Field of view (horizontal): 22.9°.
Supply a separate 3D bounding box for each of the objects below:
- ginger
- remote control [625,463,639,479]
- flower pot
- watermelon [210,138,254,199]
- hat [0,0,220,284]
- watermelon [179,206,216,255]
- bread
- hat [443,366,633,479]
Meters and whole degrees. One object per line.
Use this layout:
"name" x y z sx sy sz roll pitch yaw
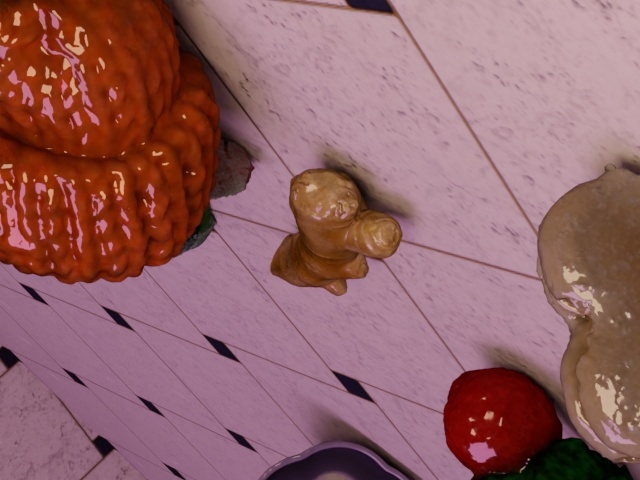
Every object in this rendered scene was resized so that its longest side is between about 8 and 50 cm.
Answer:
"ginger" 0.002 -0.003 1.569 0.118 0.065 0.299 42 164 0
"remote control" 0.350 0.241 1.311 0.332 0.103 0.221 54 -177 23
"flower pot" 0.012 0.423 2.290 0.265 0.265 0.243 38 172 1
"watermelon" -0.130 -0.080 1.623 0.094 0.081 0.180 10 -166 -27
"hat" -0.217 -0.179 1.401 0.285 0.285 0.400 30 130 23
"watermelon" -0.255 -0.072 1.833 0.257 0.140 0.193 34 155 37
"bread" 0.283 0.099 1.111 0.337 0.183 0.102 34 158 4
"hat" 0.219 0.283 1.574 0.332 0.274 0.242 55 135 22
